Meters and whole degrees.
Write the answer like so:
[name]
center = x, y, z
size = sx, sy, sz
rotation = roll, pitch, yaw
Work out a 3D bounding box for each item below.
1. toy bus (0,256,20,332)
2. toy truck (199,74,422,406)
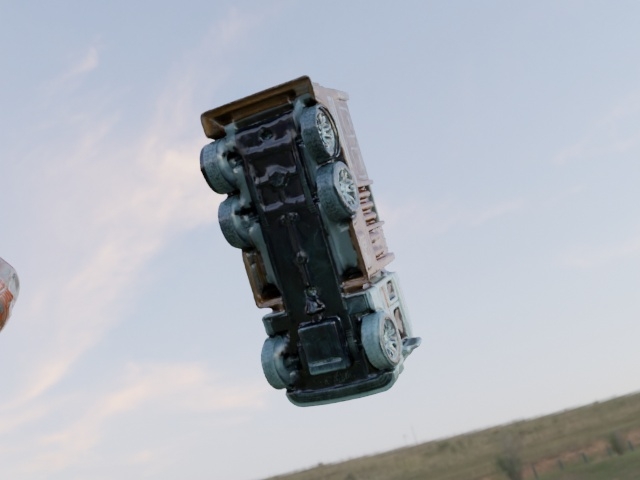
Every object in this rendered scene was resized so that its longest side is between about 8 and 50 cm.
[toy bus]
center = -0.338, 0.025, 0.692
size = 0.077, 0.174, 0.079
rotation = -55, -7, -49
[toy truck]
center = 0.000, 0.000, 0.819
size = 0.136, 0.305, 0.162
rotation = -16, 2, 24
